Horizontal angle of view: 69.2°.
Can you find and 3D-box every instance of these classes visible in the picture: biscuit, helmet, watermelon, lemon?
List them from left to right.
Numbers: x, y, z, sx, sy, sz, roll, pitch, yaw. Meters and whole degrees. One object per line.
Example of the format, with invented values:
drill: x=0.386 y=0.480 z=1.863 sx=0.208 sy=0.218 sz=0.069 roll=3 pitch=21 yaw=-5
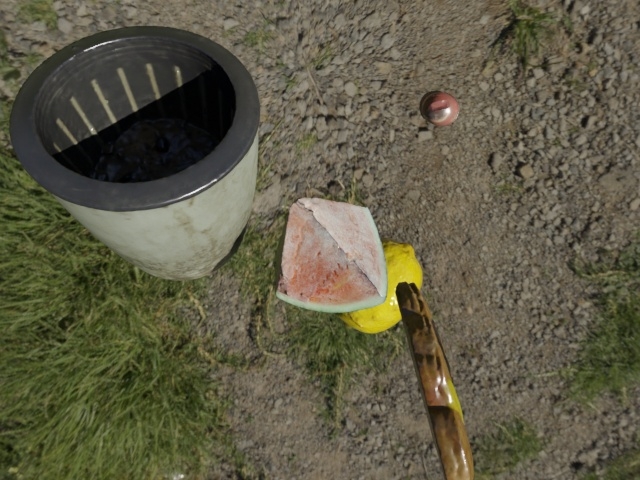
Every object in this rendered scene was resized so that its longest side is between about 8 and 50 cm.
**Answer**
watermelon: x=0.006 y=0.003 z=1.126 sx=0.283 sy=0.250 sz=0.292 roll=-11 pitch=111 yaw=7
lemon: x=0.154 y=0.121 z=1.317 sx=0.261 sy=0.260 sz=0.283 roll=17 pitch=123 yaw=-8
biscuit: x=0.142 y=0.170 z=0.589 sx=0.041 sy=0.290 sz=0.208 roll=-13 pitch=131 yaw=6
helmet: x=0.225 y=-0.258 z=0.906 sx=0.084 sy=0.049 sz=0.065 roll=28 pitch=117 yaw=22

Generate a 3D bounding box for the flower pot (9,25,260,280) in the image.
flower pot: x=-0.229 y=-0.093 z=0.704 sx=0.294 sy=0.293 sz=0.330 roll=2 pitch=152 yaw=-2
